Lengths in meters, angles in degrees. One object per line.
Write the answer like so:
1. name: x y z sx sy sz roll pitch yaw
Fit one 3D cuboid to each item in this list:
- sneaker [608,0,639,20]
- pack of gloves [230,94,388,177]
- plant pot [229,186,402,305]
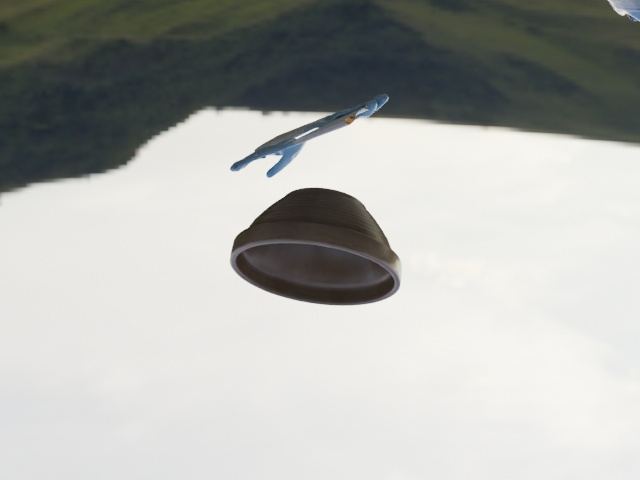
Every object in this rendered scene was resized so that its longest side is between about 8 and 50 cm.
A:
1. sneaker: 0.430 -0.363 1.926 0.085 0.086 0.237 -17 -148 -3
2. pack of gloves: -0.009 -0.146 2.004 0.232 0.046 0.195 -19 -171 32
3. plant pot: 0.000 0.000 1.883 0.237 0.110 0.237 8 157 3
